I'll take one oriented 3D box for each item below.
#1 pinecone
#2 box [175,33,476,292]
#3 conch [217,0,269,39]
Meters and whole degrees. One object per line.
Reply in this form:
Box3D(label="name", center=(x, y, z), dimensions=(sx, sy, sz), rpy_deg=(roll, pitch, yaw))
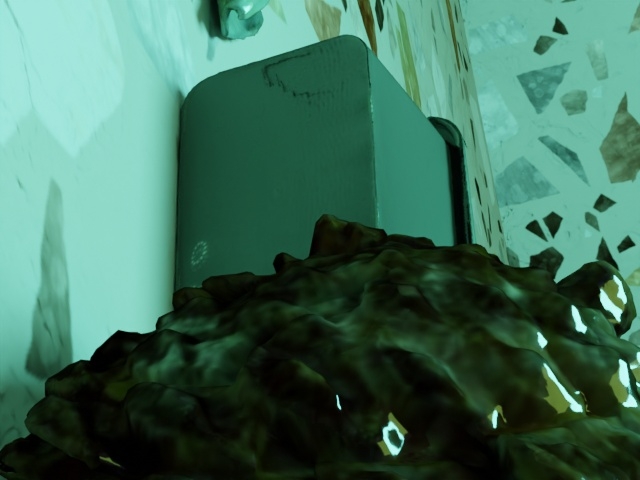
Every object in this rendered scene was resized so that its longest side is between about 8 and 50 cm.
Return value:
Box3D(label="pinecone", center=(0.022, 0.127, 0.492), dimensions=(0.298, 0.296, 0.242), rpy_deg=(29, -42, 53))
Box3D(label="box", center=(0.000, 0.000, 0.819), dimensions=(0.135, 0.163, 0.243), rpy_deg=(50, 32, -50))
Box3D(label="conch", center=(-0.051, -0.199, 0.977), dimensions=(0.065, 0.088, 0.180), rpy_deg=(28, 43, -15))
